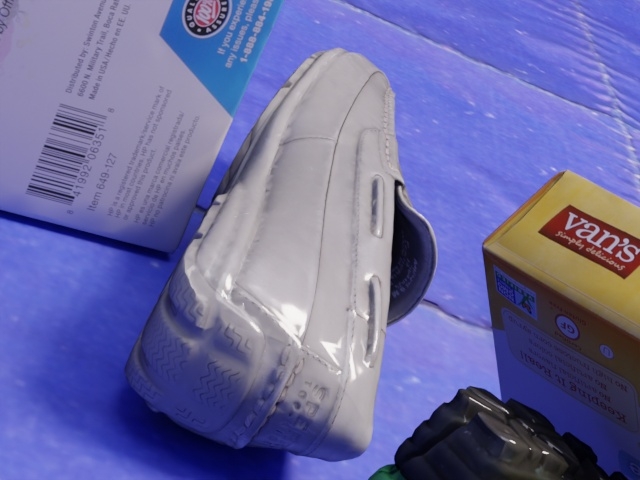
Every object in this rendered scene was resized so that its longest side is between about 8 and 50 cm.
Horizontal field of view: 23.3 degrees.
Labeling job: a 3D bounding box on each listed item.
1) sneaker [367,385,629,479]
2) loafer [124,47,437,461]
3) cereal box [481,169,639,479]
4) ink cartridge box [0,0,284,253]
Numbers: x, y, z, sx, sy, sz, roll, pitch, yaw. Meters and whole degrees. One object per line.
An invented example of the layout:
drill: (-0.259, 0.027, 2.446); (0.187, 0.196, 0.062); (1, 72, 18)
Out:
sneaker: (0.114, 0.209, 0.428); (0.343, 0.146, 0.134); (48, 12, 12)
loafer: (0.000, 0.000, 0.752); (0.111, 0.112, 0.319); (29, 32, -5)
cereal box: (0.139, 0.105, 0.509); (0.173, 0.240, 0.047); (31, 61, 34)
ink cartridge box: (-0.160, -0.129, 0.765); (0.233, 0.171, 0.168); (16, 26, -22)
